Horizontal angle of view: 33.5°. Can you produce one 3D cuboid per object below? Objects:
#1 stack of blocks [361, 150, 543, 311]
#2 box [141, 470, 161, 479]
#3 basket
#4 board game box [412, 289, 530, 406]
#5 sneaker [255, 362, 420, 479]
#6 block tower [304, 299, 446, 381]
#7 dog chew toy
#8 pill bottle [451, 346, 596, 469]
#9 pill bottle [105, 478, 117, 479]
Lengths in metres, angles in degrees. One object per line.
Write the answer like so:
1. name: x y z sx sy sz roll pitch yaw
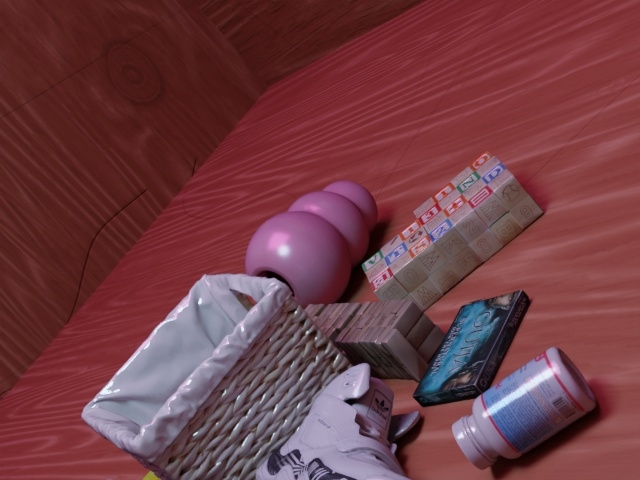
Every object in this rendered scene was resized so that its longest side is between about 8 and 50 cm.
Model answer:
1. stack of blocks: 0.214 -0.008 1.802 0.297 0.087 0.171 -40 18 7
2. box: -0.327 0.486 1.879 0.178 0.042 0.109 -47 18 -16
3. basket: -0.148 0.256 1.669 0.331 0.266 0.328 -48 19 -19
4. board game box: 0.218 0.154 1.527 0.126 0.026 0.186 -22 27 49
5. sneaker: 0.059 0.273 1.404 0.210 0.137 0.366 -53 17 -22
6. block tower: 0.066 0.160 1.726 0.097 0.091 0.335 -51 20 -22
7. dog chew toy: 0.000 0.000 2.077 0.207 0.206 0.332 -23 18 46
8. pill bottle: 0.240 0.204 1.270 0.160 0.087 0.087 -37 19 15
9. pill bottle: -0.400 0.539 1.705 0.301 0.169 0.169 -41 18 2
